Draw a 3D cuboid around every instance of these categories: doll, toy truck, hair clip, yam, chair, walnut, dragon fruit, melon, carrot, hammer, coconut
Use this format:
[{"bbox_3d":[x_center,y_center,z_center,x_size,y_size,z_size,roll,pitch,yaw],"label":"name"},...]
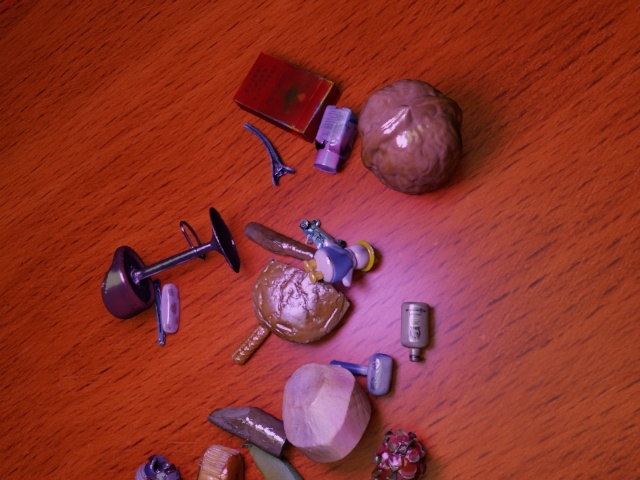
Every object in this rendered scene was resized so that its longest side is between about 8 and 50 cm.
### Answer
[{"bbox_3d":[0.069,0.058,1.456,0.135,0.241,0.099,36,127,44],"label":"doll"},{"bbox_3d":[-0.001,-0.001,1.561,0.154,0.080,0.078,39,110,23],"label":"toy truck"},{"bbox_3d":[-0.548,0.239,1.716,0.039,0.070,0.230,-19,80,15],"label":"hair clip"},{"bbox_3d":[-0.205,0.541,1.495,0.259,0.106,0.106,20,85,21],"label":"yam"},{"bbox_3d":[-0.475,0.073,1.588,0.401,0.226,0.227,-23,71,0],"label":"chair"},{"bbox_3d":[-0.181,-0.308,1.715,0.083,0.048,0.275,-36,64,10],"label":"hair clip"},{"bbox_3d":[0.243,-0.285,1.392,0.306,0.344,0.306,-2,75,9],"label":"walnut"},{"bbox_3d":[0.199,0.604,1.330,0.137,0.135,0.236,21,107,23],"label":"dragon fruit"},{"bbox_3d":[-0.135,0.672,1.481,0.261,0.053,0.114,33,109,27],"label":"melon"},{"bbox_3d":[-0.096,0.023,1.594,0.342,0.070,0.070,22,86,21],"label":"carrot"},{"bbox_3d":[0.110,0.371,1.446,0.193,0.069,0.116,2,79,28],"label":"hammer"},{"bbox_3d":[0.014,0.467,1.373,0.259,0.259,0.259,-4,77,19],"label":"coconut"}]

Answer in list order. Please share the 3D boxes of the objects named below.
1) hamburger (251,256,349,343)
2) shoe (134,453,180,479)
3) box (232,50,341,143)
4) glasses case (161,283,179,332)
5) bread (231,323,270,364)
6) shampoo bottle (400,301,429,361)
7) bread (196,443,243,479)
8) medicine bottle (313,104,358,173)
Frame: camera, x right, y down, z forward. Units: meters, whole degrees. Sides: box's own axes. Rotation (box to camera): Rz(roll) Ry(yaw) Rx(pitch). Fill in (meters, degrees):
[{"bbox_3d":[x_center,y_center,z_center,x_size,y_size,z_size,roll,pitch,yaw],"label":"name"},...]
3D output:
[{"bbox_3d":[-0.082,0.189,1.514,0.308,0.132,0.211,26,84,20],"label":"hamburger"},{"bbox_3d":[-0.458,0.733,1.541,0.227,0.099,0.125,34,93,27],"label":"shoe"},{"bbox_3d":[-0.114,-0.481,1.700,0.313,0.089,0.197,31,88,23],"label":"box"},{"bbox_3d":[-0.499,0.225,1.690,0.041,0.063,0.164,-10,74,20],"label":"glasses case"},{"bbox_3d":[-0.216,0.320,1.578,0.157,0.044,0.052,-49,61,3],"label":"bread"},{"bbox_3d":[0.260,0.253,1.404,0.079,0.079,0.162,-1,77,20],"label":"shampoo bottle"},{"bbox_3d":[-0.286,0.700,1.470,0.114,0.132,0.191,9,85,22],"label":"bread"},{"bbox_3d":[0.045,-0.311,1.587,0.094,0.119,0.188,17,84,22],"label":"medicine bottle"}]
